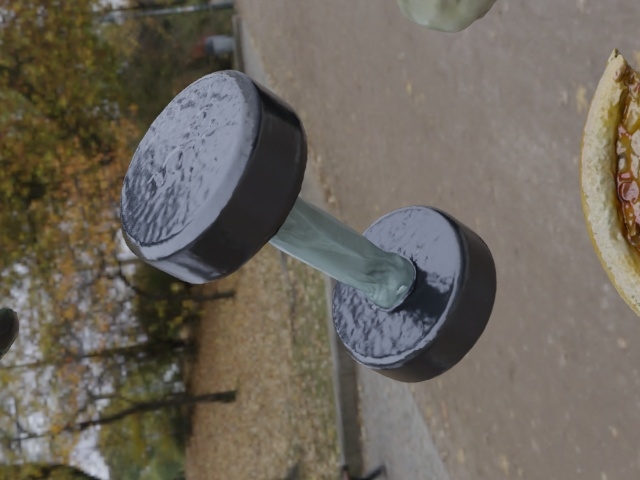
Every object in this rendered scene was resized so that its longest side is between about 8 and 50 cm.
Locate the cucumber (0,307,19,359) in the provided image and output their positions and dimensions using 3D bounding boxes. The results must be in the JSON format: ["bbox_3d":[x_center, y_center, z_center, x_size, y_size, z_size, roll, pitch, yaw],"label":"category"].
[{"bbox_3d":[-0.391,0.125,0.970,0.115,0.244,0.063,12,-121,-53],"label":"cucumber"}]

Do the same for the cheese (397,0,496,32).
[{"bbox_3d":[0.026,-0.149,0.302,0.194,0.043,0.065,66,-146,-48],"label":"cheese"}]

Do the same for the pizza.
[{"bbox_3d":[0.417,-0.067,1.234,0.074,0.182,0.365,3,-96,-52],"label":"pizza"}]

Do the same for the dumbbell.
[{"bbox_3d":[0.000,0.000,0.508,0.191,0.100,0.100,30,-147,-37],"label":"dumbbell"}]
